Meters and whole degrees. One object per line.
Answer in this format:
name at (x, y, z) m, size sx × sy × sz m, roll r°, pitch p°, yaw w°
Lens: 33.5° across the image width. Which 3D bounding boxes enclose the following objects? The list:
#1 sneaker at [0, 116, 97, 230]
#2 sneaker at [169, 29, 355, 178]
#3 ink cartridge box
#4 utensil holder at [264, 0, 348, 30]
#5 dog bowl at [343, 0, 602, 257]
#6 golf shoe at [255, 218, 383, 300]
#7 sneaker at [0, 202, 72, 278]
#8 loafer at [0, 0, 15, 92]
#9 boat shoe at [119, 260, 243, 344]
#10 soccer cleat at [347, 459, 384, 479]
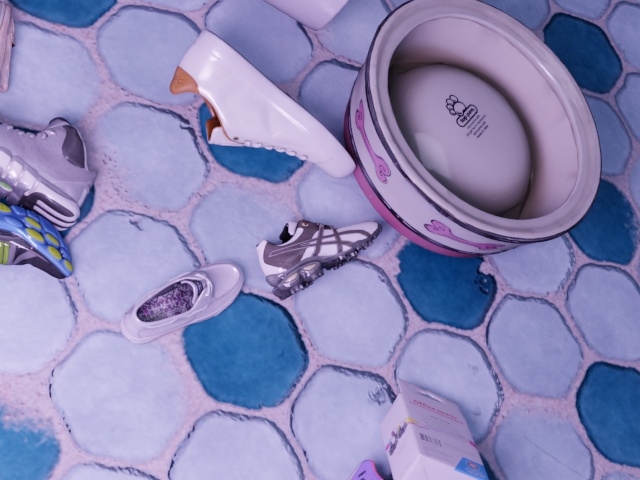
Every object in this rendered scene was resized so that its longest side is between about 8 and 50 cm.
sneaker at (-0.378, -0.121, 1.320) m, size 0.228 × 0.086 × 0.132 m, roll 39°, pitch 49°, yaw -18°
sneaker at (-0.086, -0.159, 1.492) m, size 0.290 × 0.106 × 0.123 m, roll 38°, pitch 90°, yaw -16°
ink cartridge box at (0.141, 0.264, 1.376) m, size 0.104 × 0.062 × 0.181 m, roll 25°, pitch 19°, yaw -15°
utensil holder at (-0.089, -0.526, 1.516) m, size 0.385 × 0.327 × 0.328 m, roll 31°, pitch 56°, yaw -14°
dog bowl at (0.213, -0.155, 1.588) m, size 0.408 × 0.150 × 0.408 m, roll 12°, pitch 61°, yaw -24°
golf shoe at (0.000, 0.000, 1.452) m, size 0.198 × 0.077 × 0.094 m, roll -28°, pitch 81°, yaw -36°
sneaker at (-0.381, 0.000, 1.264) m, size 0.188 × 0.078 × 0.067 m, roll 25°, pitch 27°, yaw -32°
loafer at (-0.416, -0.249, 1.383) m, size 0.039 × 0.045 × 0.125 m, roll 23°, pitch 63°, yaw -36°
boat shoe at (-0.167, 0.069, 1.339) m, size 0.184 × 0.063 × 0.066 m, roll -20°, pitch 77°, yaw -33°
soccer cleat at (0.164, 0.386, 1.336) m, size 0.318 × 0.108 × 0.116 m, roll 27°, pitch 53°, yaw -10°
